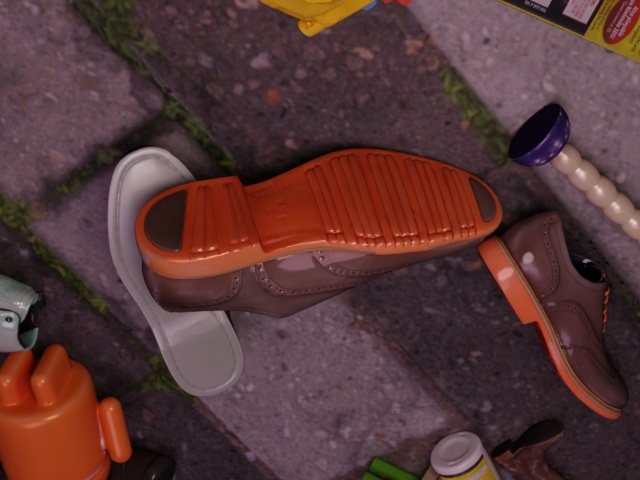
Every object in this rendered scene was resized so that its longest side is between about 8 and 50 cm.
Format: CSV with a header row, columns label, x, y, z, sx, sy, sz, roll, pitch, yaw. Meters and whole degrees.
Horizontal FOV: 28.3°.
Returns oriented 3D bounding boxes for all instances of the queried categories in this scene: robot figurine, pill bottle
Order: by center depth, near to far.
label,x,y,z,sx,sy,sz,roll,pitch,yaw
pill bottle,0.179,0.285,1.480,0.065,0.065,0.116,-19,117,20
robot figurine,-0.314,0.225,1.485,0.158,0.128,0.219,-22,125,-22

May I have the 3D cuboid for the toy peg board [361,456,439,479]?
label,x,y,z,sx,sy,sz,roll,pitch,yaw
toy peg board,0.064,0.347,1.495,0.079,0.161,0.160,25,126,14

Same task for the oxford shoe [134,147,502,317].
label,x,y,z,sx,sy,sz,roll,pitch,yaw
oxford shoe,0.000,0.000,1.279,0.364,0.130,0.132,-5,140,-6

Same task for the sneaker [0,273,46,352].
label,x,y,z,sx,sy,sz,roll,pitch,yaw
sneaker,-0.385,0.023,1.382,0.151,0.094,0.256,3,133,14

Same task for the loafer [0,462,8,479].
label,x,y,z,sx,sy,sz,roll,pitch,yaw
loafer,-0.410,0.313,1.601,0.061,0.062,0.170,24,122,-1

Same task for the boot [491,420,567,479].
label,x,y,z,sx,sy,sz,roll,pitch,yaw
boot,0.271,0.265,1.469,0.114,0.037,0.106,45,132,-16

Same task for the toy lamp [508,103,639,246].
label,x,y,z,sx,sy,sz,roll,pitch,yaw
toy lamp,0.307,-0.021,1.252,0.275,0.080,0.080,38,121,-17

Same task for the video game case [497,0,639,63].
label,x,y,z,sx,sy,sz,roll,pitch,yaw
video game case,0.310,-0.287,1.104,0.248,0.035,0.275,23,123,-5

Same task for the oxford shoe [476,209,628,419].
label,x,y,z,sx,sy,sz,roll,pitch,yaw
oxford shoe,0.269,0.083,1.319,0.098,0.097,0.271,-34,122,8

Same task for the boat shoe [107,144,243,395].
label,x,y,z,sx,sy,sz,roll,pitch,yaw
boat shoe,-0.161,0.026,1.350,0.114,0.091,0.302,-15,120,-10

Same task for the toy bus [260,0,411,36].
label,x,y,z,sx,sy,sz,roll,pitch,yaw
toy bus,0.000,-0.289,1.084,0.149,0.220,0.211,-27,148,30

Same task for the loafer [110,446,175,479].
label,x,y,z,sx,sy,sz,roll,pitch,yaw
loafer,-0.250,0.339,1.590,0.078,0.080,0.220,33,115,15
